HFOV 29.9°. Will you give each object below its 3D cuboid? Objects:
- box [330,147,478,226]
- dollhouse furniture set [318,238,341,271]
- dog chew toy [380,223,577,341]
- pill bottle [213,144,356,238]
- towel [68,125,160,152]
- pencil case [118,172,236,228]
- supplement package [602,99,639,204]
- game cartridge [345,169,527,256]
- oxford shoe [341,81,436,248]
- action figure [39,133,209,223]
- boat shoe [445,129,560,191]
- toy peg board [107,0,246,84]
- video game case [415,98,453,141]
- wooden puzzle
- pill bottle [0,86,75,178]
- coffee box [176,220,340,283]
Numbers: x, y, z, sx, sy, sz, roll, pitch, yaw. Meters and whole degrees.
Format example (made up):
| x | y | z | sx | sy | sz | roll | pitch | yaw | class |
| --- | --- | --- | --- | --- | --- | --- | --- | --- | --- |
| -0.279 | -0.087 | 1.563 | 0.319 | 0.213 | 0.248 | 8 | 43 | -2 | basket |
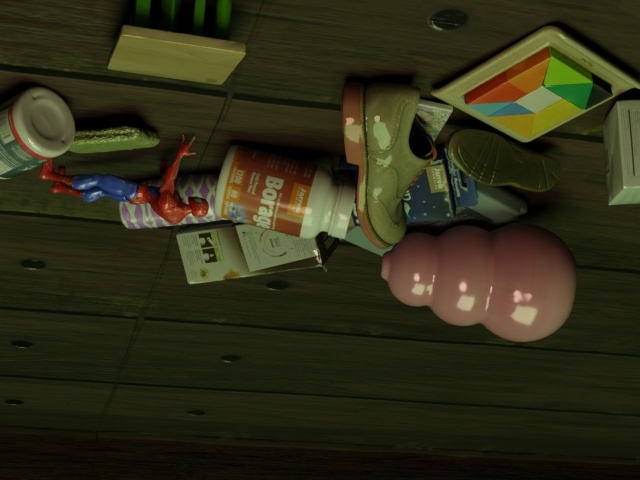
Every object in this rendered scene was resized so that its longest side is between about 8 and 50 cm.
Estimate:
| x | y | z | sx | sy | sz | roll | pitch | yaw | class |
| --- | --- | --- | --- | --- | --- | --- | --- | --- | --- |
| 0.140 | -0.088 | 1.983 | 0.225 | 0.036 | 0.136 | -5 | 134 | 14 | box |
| 0.000 | 0.000 | 2.284 | 0.081 | 0.091 | 0.114 | -38 | -171 | -14 | dollhouse furniture set |
| 0.271 | 0.063 | 2.092 | 0.331 | 0.207 | 0.207 | 8 | 156 | 0 | dog chew toy |
| -0.054 | -0.072 | 1.923 | 0.216 | 0.121 | 0.121 | 14 | 156 | 1 | pill bottle |
| -0.334 | -0.157 | 1.857 | 0.148 | 0.027 | 0.110 | -4 | 178 | 12 | towel |
| -0.240 | -0.067 | 2.037 | 0.206 | 0.086 | 0.088 | -4 | 179 | 9 | pencil case |
| 0.562 | -0.135 | 1.809 | 0.244 | 0.139 | 0.134 | -2 | 170 | 3 | supplement package |
| 0.191 | -0.045 | 2.134 | 0.297 | 0.062 | 0.198 | -21 | 145 | 38 | game cartridge |
| 0.116 | -0.104 | 1.844 | 0.130 | 0.123 | 0.348 | -3 | 145 | 9 | oxford shoe |
| -0.297 | -0.112 | 1.940 | 0.280 | 0.139 | 0.091 | 17 | 163 | 15 | action figure |
| 0.281 | -0.130 | 1.912 | 0.223 | 0.080 | 0.073 | 12 | -167 | -31 | boat shoe |
| -0.191 | -0.274 | 1.594 | 0.161 | 0.079 | 0.160 | 7 | 171 | -15 | toy peg board |
| 0.146 | -0.183 | 1.856 | 0.087 | 0.011 | 0.122 | 11 | 155 | -8 | video game case |
| 0.317 | -0.216 | 1.758 | 0.221 | 0.044 | 0.238 | 20 | 149 | -40 | wooden puzzle |
| -0.463 | -0.152 | 1.796 | 0.180 | 0.108 | 0.108 | -19 | 151 | 37 | pill bottle |
| -0.106 | -0.003 | 2.090 | 0.246 | 0.098 | 0.141 | -8 | -165 | 17 | coffee box |
